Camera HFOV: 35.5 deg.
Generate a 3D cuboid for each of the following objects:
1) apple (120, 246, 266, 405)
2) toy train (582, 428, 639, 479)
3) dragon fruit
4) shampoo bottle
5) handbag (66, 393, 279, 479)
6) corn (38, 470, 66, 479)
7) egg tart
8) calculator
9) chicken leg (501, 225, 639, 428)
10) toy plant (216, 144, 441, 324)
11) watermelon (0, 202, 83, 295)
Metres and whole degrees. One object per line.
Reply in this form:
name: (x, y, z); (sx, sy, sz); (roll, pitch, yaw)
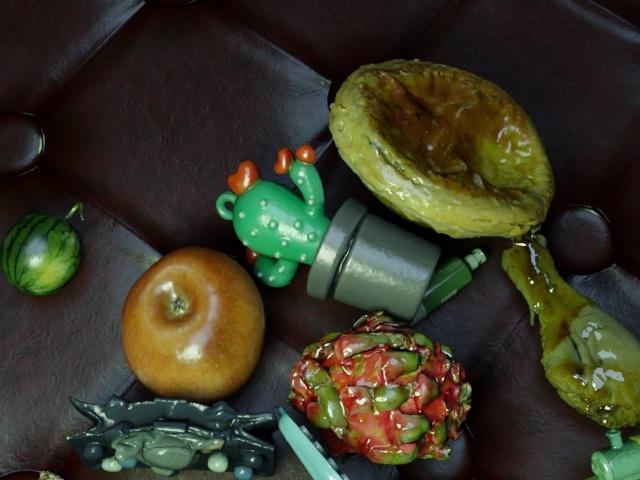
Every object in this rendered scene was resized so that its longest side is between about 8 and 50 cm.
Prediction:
apple: (-0.217, 0.143, 1.703); (0.251, 0.206, 0.272); (16, 68, 8)
toy train: (0.589, 0.364, 1.627); (0.368, 0.150, 0.237); (-18, 97, -9)
dragon fruit: (0.098, 0.251, 1.652); (0.302, 0.237, 0.231); (20, 63, -2)
shampoo bottle: (0.218, 0.081, 1.822); (0.204, 0.065, 0.065); (-35, 72, -14)
handbag: (-0.231, 0.319, 1.590); (0.325, 0.269, 0.118); (2, 69, -1)
corn: (-0.366, 0.473, 1.616); (0.280, 0.092, 0.092); (35, 70, 14)
egg tart: (0.209, -0.150, 1.817); (0.443, 0.178, 0.443); (13, 46, -14)
calculator: (0.051, 0.416, 1.567); (0.054, 0.256, 0.386); (-37, 75, -7)
chicken leg: (0.448, 0.147, 1.771); (0.201, 0.153, 0.429); (-17, 60, -22)
toy plant: (-0.002, 0.008, 1.732); (0.400, 0.279, 0.185); (24, 59, 6)
watermelon: (-0.486, 0.009, 1.786); (0.140, 0.141, 0.187); (30, 66, 10)
